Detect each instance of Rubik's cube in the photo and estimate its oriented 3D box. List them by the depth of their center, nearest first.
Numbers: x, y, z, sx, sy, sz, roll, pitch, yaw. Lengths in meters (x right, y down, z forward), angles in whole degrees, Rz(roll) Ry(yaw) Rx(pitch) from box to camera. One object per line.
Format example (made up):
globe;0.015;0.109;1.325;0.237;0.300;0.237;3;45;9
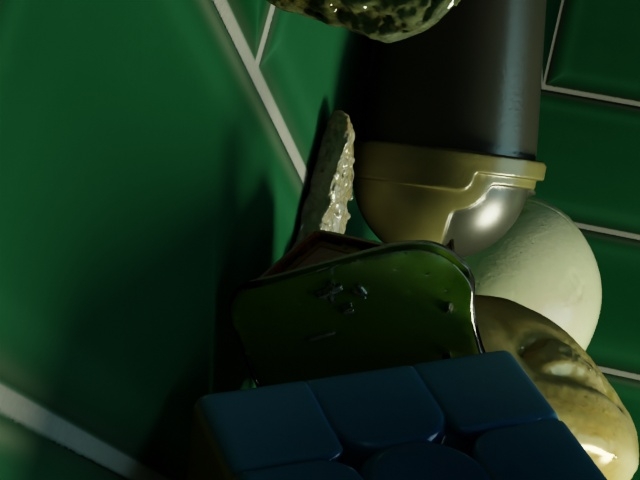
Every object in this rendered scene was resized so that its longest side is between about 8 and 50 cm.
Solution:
Rubik's cube;0.064;0.296;1.233;0.291;0.290;0.291;-123;-146;-47

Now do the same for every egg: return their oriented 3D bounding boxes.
egg;0.251;0.097;2.257;0.345;0.283;0.283;-48;150;-43

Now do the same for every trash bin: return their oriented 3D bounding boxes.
trash bin;0.140;-0.139;1.668;0.214;0.214;0.334;12;85;-78

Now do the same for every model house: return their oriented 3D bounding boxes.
model house;0.054;0.095;1.407;0.154;0.207;0.294;-94;165;-56

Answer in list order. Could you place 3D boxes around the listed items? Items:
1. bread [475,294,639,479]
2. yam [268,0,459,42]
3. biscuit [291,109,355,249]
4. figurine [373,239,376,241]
bread;0.161;0.254;1.780;0.376;0.348;0.253;-59;-149;24
yam;0.053;-0.271;1.187;0.300;0.195;0.195;-59;157;-61
biscuit;0.000;0.004;1.567;0.133;0.032;0.250;57;46;-72
figurine;0.041;0.071;1.707;0.147;0.093;0.197;-47;163;-25
